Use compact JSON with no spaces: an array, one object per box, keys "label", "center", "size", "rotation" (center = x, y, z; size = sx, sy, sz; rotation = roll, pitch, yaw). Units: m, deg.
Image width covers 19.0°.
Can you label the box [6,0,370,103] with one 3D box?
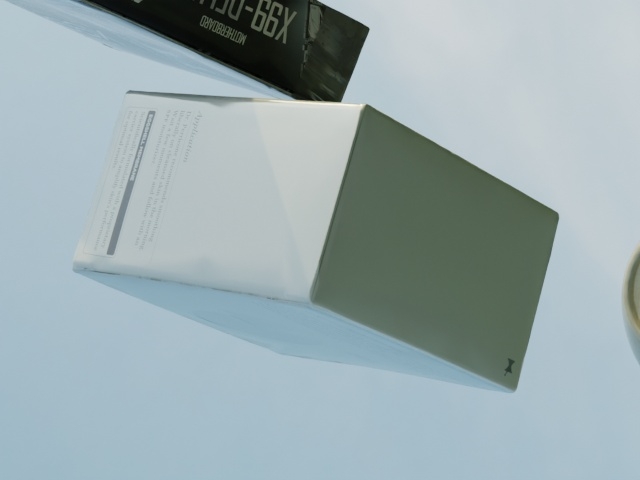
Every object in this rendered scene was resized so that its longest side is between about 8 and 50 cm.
[{"label":"box","center":[-0.150,-0.192,1.435],"size":[0.242,0.307,0.076],"rotation":[22,-90,-40]}]

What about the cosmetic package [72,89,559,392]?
[{"label":"cosmetic package","center":[0.000,0.000,1.292],"size":[0.224,0.225,0.138],"rotation":[26,-102,-47]}]

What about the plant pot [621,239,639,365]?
[{"label":"plant pot","center":[0.410,0.061,1.900],"size":[0.191,0.284,0.284],"rotation":[12,-122,-44]}]
